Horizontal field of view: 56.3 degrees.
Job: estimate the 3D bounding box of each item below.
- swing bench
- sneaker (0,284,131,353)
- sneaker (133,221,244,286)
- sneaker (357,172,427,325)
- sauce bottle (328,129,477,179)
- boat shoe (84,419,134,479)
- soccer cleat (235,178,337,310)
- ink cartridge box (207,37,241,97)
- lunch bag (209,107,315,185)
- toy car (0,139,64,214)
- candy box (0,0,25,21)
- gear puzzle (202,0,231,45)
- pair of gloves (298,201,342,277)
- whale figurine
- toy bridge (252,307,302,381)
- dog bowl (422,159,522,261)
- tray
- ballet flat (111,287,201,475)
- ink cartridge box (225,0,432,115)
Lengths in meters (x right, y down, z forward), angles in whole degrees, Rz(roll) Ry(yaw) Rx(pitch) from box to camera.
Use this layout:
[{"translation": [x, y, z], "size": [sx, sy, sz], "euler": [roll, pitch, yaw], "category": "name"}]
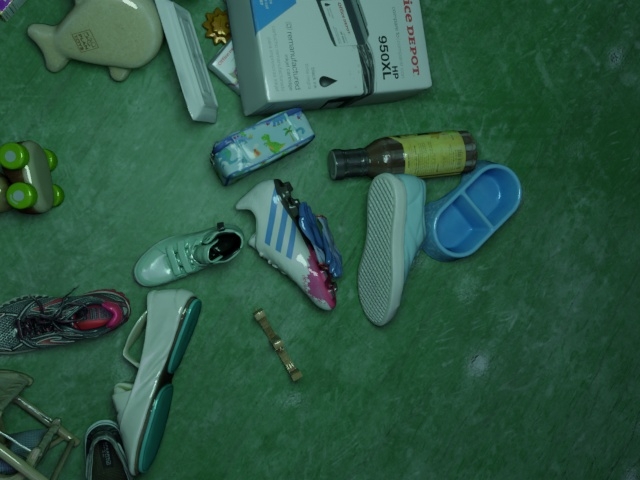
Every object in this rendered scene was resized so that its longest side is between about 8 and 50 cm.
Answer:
[{"translation": [-0.625, 0.378, 1.159], "size": [0.165, 0.253, 0.254], "euler": [-31, 99, -11], "category": "swing bench"}, {"translation": [-0.554, 0.162, 1.241], "size": [0.300, 0.112, 0.120], "euler": [-13, 95, -12], "category": "sneaker"}, {"translation": [-0.283, 0.029, 1.279], "size": [0.256, 0.151, 0.094], "euler": [-24, 99, -10], "category": "sneaker"}, {"translation": [0.187, 0.024, 1.384], "size": [0.150, 0.135, 0.365], "euler": [-7, 114, -32], "category": "sneaker"}, {"translation": [0.192, -0.194, 1.401], "size": [0.345, 0.111, 0.111], "euler": [-7, 93, -14], "category": "sauce bottle"}, {"translation": [-0.448, 0.557, 1.274], "size": [0.121, 0.119, 0.334], "euler": [-14, 95, -12], "category": "boat shoe"}, {"translation": [-0.076, 0.022, 1.361], "size": [0.143, 0.116, 0.331], "euler": [-23, 100, 11], "category": "soccer cleat"}, {"translation": [-0.175, -0.380, 1.329], "size": [0.122, 0.052, 0.088], "euler": [39, 83, -23], "category": "ink cartridge box"}, {"translation": [-0.131, -0.201, 1.296], "size": [0.219, 0.176, 0.090], "euler": [-28, 93, -13], "category": "lunch bag"}, {"translation": [-0.645, -0.115, 1.201], "size": [0.189, 0.155, 0.148], "euler": [-10, 94, 0], "category": "toy car"}, {"translation": [-0.637, -0.561, 1.229], "size": [0.109, 0.053, 0.186], "euler": [39, 82, -11], "category": "candy box"}, {"translation": [-0.131, -0.567, 1.349], "size": [0.339, 0.044, 0.175], "euler": [-40, 100, -9], "category": "gear puzzle"}, {"translation": [0.000, 0.000, 1.324], "size": [0.023, 0.198, 0.159], "euler": [-23, 71, 16], "category": "pair of gloves"}, {"translation": [-0.458, -0.441, 1.245], "size": [0.272, 0.141, 0.216], "euler": [-14, 126, 9], "category": "whale figurine"}, {"translation": [-0.102, 0.233, 1.371], "size": [0.026, 0.063, 0.188], "euler": [-31, 100, -11], "category": "toy bridge"}, {"translation": [0.371, -0.073, 1.466], "size": [0.297, 0.074, 0.166], "euler": [-43, 100, -8], "category": "dog bowl"}, {"translation": [-0.276, -0.386, 1.271], "size": [0.030, 0.145, 0.270], "euler": [-15, 96, 10], "category": "tray"}, {"translation": [-0.373, 0.291, 1.292], "size": [0.139, 0.139, 0.399], "euler": [17, 84, -13], "category": "ballet flat"}, {"translation": [0.021, -0.439, 1.291], "size": [0.395, 0.166, 0.285], "euler": [-11, 96, -24], "category": "ink cartridge box"}]
